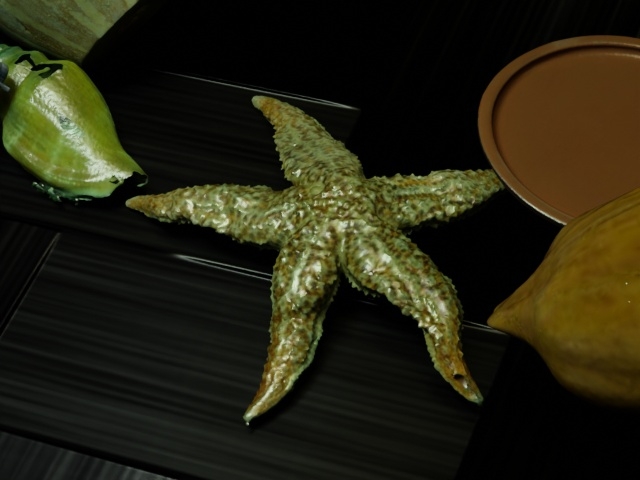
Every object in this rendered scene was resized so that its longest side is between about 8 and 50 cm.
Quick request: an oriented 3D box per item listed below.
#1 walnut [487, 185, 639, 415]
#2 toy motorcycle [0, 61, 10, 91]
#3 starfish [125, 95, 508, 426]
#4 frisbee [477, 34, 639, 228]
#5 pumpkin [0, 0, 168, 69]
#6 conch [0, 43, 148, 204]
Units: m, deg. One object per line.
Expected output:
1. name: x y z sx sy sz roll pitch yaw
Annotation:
1. walnut: 0.285 0.038 1.410 0.336 0.209 0.209 -10 47 17
2. toy motorcycle: -0.359 -0.137 1.687 0.157 0.091 0.263 -52 60 18
3. starfish: -0.002 -0.002 1.567 0.357 0.078 0.347 5 53 13
4. frisbee: 0.253 -0.083 1.604 0.250 0.021 0.251 3 45 -3
5. pumpkin: -0.198 -0.222 1.746 0.217 0.217 0.110 -28 90 -16
6. conch: -0.232 -0.104 1.689 0.095 0.079 0.201 -33 59 4
